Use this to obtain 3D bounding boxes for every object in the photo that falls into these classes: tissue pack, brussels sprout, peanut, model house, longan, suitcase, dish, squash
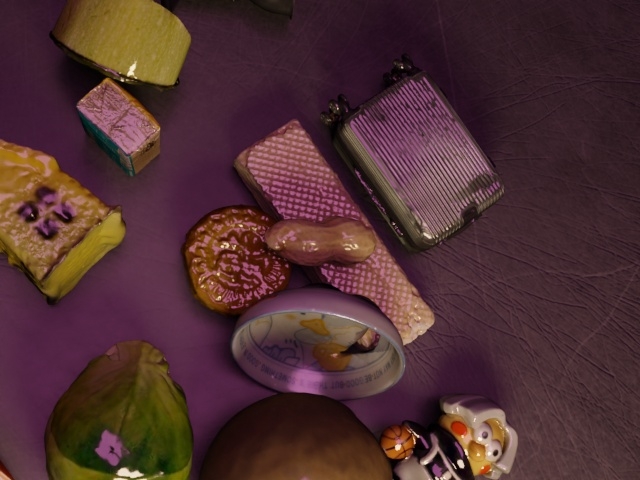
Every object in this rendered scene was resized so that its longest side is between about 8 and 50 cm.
[{"bbox_3d":[-0.318,-0.179,1.505,0.120,0.169,0.082,43,79,-1],"label":"tissue pack"},{"bbox_3d":[-0.297,0.291,1.404,0.219,0.210,0.272,11,61,-15],"label":"brussels sprout"},{"bbox_3d":[0.000,0.000,1.497,0.187,0.082,0.082,-4,80,-25],"label":"peanut"},{"bbox_3d":[-0.435,-0.048,1.443,0.175,0.193,0.234,-42,87,-16],"label":"model house"},{"bbox_3d":[-0.037,0.372,1.404,0.297,0.297,0.297,2,78,-12],"label":"longan"},{"bbox_3d":[0.159,-0.145,1.624,0.202,0.128,0.312,-33,88,-16],"label":"suitcase"},{"bbox_3d":[0.003,0.133,1.486,0.273,0.273,0.134,16,53,-9],"label":"dish"},{"bbox_3d":[-0.312,-0.336,1.509,0.220,0.220,0.133,21,101,-8],"label":"squash"}]

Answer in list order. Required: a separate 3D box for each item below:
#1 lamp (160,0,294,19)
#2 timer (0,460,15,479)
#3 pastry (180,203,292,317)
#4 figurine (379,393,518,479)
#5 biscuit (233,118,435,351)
[{"bbox_3d":[-0.157,-0.471,1.628,0.227,0.147,0.172,3,65,-4],"label":"lamp"},{"bbox_3d":[-0.579,0.349,1.297,0.257,0.250,0.161,-29,86,-16],"label":"timer"},{"bbox_3d":[-0.136,0.033,1.536,0.188,0.103,0.189,3,77,-12],"label":"pastry"},{"bbox_3d":[0.201,0.344,1.531,0.236,0.133,0.176,-33,103,-13],"label":"figurine"},{"bbox_3d":[0.025,0.002,1.591,0.144,0.078,0.426,-33,88,-17],"label":"biscuit"}]
